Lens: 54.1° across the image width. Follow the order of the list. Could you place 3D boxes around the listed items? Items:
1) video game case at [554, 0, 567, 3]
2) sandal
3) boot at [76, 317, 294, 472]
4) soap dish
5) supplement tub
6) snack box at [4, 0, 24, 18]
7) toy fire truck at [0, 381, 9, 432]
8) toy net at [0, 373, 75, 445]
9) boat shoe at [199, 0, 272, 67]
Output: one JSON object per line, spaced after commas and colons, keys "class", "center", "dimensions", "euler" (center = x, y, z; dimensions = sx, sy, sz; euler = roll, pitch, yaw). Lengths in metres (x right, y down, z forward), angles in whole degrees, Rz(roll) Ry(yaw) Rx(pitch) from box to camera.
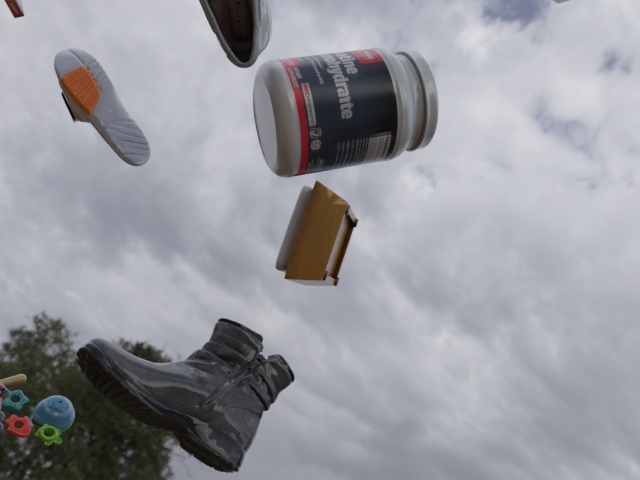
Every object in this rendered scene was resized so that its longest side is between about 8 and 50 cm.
{"class": "video game case", "center": [0.166, -0.276, 0.467], "dimensions": [0.232, 0.042, 0.210], "euler": [28, 0, -17]}
{"class": "sandal", "center": [-0.434, -0.244, 1.212], "dimensions": [0.076, 0.102, 0.265], "euler": [-31, -88, 42]}
{"class": "boot", "center": [-0.222, 0.217, 1.073], "dimensions": [0.338, 0.222, 0.118], "euler": [42, -36, -16]}
{"class": "soap dish", "center": [0.000, 0.000, 1.497], "dimensions": [0.118, 0.229, 0.291], "euler": [18, -4, 10]}
{"class": "supplement tub", "center": [0.037, -0.216, 1.047], "dimensions": [0.272, 0.191, 0.191], "euler": [-12, -31, -16]}
{"class": "snack box", "center": [-0.602, -0.505, 1.161], "dimensions": [0.022, 0.064, 0.178], "euler": [-21, -32, -9]}
{"class": "toy fire truck", "center": [-0.351, 0.190, 0.554], "dimensions": [0.047, 0.135, 0.192], "euler": [54, -14, -21]}
{"class": "toy net", "center": [-0.536, 0.275, 1.059], "dimensions": [0.232, 0.122, 0.045], "euler": [27, -63, -12]}
{"class": "boat shoe", "center": [-0.136, -0.399, 0.849], "dimensions": [0.118, 0.103, 0.320], "euler": [-10, -60, 2]}
